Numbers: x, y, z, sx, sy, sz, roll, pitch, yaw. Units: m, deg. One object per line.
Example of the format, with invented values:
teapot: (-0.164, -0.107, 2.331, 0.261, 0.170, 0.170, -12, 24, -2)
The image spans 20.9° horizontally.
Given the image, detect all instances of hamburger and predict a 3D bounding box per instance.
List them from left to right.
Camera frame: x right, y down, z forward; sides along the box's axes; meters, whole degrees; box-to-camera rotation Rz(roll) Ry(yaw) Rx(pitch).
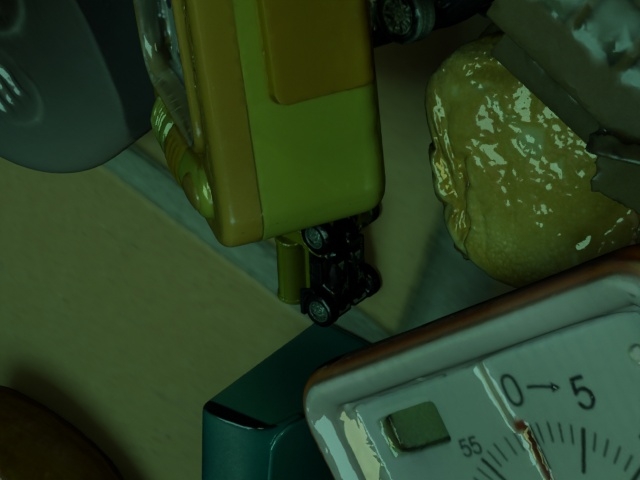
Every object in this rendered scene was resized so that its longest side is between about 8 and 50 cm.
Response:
hamburger: (0.120, -0.040, 0.840, 0.147, 0.083, 0.138, 9, 117, 37)

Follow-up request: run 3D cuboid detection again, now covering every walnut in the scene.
walnut: (-0.204, 0.187, 1.271, 0.207, 0.116, 0.116, 39, 136, 9)

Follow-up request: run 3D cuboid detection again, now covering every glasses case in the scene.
glasses case: (-0.018, 0.206, 1.096, 0.070, 0.117, 0.301, 27, 131, 29)

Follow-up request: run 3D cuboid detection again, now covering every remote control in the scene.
remote control: (-0.150, -0.163, 1.000, 0.332, 0.103, 0.221, -31, 94, 47)

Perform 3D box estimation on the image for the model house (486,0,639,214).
model house: (0.204, -0.047, 0.677, 0.248, 0.181, 0.176, 46, 133, 9)

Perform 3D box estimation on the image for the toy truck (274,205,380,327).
toy truck: (0.000, 0.000, 1.001, 0.054, 0.049, 0.083, 23, 130, 33)

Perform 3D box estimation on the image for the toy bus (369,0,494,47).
toy bus: (0.081, -0.164, 0.799, 0.194, 0.087, 0.089, -35, 79, 49)

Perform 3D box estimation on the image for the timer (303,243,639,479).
timer: (0.140, 0.128, 0.841, 0.257, 0.161, 0.250, -25, 107, 48)

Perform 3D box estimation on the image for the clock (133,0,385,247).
clock: (-0.037, -0.112, 0.825, 0.143, 0.096, 0.202, -120, 20, -56)
